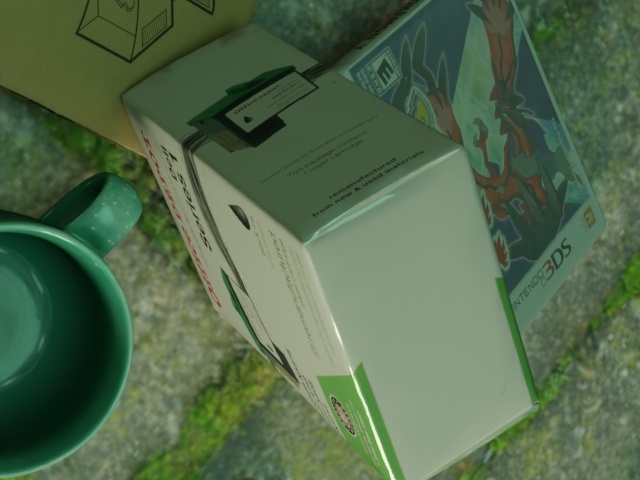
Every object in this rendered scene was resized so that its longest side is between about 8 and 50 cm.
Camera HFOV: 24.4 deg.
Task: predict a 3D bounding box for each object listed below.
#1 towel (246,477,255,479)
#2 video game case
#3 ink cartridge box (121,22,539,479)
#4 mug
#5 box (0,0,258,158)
[{"bbox_3d":[-0.062,0.232,0.883,0.113,0.023,0.152,-24,106,-21],"label":"towel"},{"bbox_3d":[0.093,-0.048,0.870,0.183,0.023,0.201,-45,116,-44],"label":"video game case"},{"bbox_3d":[0.000,0.000,0.756,0.092,0.219,0.160,-31,123,-15],"label":"ink cartridge box"},{"bbox_3d":[-0.161,0.044,0.769,0.157,0.097,0.129,-19,104,-22],"label":"mug"},{"bbox_3d":[-0.097,-0.156,0.787,0.164,0.021,0.201,26,86,-44],"label":"box"}]
